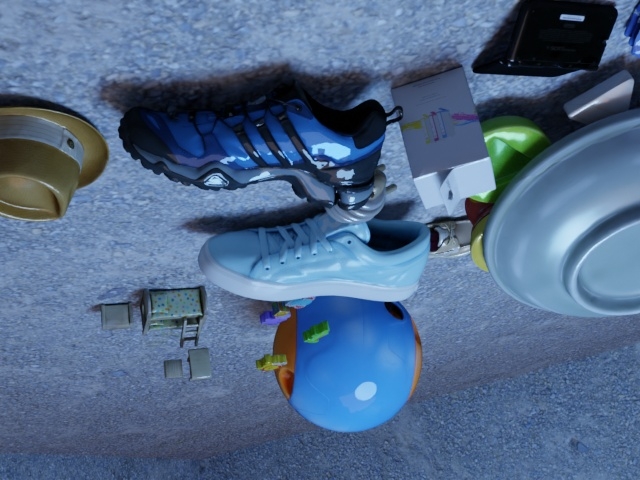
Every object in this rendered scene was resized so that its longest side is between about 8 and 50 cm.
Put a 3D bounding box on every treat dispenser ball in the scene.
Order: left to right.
[{"bbox_3d":[0.051,0.220,1.394,0.288,0.288,0.288,-9,157,-4],"label":"treat dispenser ball"}]

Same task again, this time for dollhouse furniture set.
[{"bbox_3d":[-0.293,0.175,1.300,0.181,0.161,0.101,-3,155,-20],"label":"dollhouse furniture set"}]

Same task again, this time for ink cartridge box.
[{"bbox_3d":[0.149,-0.111,0.858,0.090,0.143,0.092,-16,157,13],"label":"ink cartridge box"}]

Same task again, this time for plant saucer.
[{"bbox_3d":[0.430,0.001,0.992,0.400,0.101,0.400,-3,137,-3],"label":"plant saucer"}]

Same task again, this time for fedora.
[{"bbox_3d":[-0.331,-0.074,0.816,0.194,0.079,0.194,-9,157,-4],"label":"fedora"}]

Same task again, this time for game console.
[{"bbox_3d":[0.249,-0.223,0.813,0.122,0.071,0.107,-3,126,-20],"label":"game console"}]

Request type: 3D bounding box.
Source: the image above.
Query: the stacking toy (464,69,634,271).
[{"bbox_3d":[0.323,-0.118,1.025,0.309,0.130,0.279,-22,132,16],"label":"stacking toy"}]

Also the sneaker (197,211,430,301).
[{"bbox_3d":[0.000,0.000,1.114,0.365,0.135,0.150,2,128,-22],"label":"sneaker"}]

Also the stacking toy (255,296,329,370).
[{"bbox_3d":[-0.054,0.117,1.263,0.052,0.167,0.221,7,151,-35],"label":"stacking toy"}]

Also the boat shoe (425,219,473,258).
[{"bbox_3d":[0.207,-0.002,1.236,0.170,0.063,0.059,-15,162,11],"label":"boat shoe"}]

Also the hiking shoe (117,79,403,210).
[{"bbox_3d":[-0.068,-0.128,0.817,0.304,0.113,0.132,7,122,-22],"label":"hiking shoe"}]

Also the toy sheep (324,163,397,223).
[{"bbox_3d":[0.048,-0.064,1.002,0.091,0.091,0.132,3,159,-29],"label":"toy sheep"}]

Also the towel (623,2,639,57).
[{"bbox_3d":[0.459,-0.265,0.668,0.243,0.040,0.336,12,157,5],"label":"towel"}]
